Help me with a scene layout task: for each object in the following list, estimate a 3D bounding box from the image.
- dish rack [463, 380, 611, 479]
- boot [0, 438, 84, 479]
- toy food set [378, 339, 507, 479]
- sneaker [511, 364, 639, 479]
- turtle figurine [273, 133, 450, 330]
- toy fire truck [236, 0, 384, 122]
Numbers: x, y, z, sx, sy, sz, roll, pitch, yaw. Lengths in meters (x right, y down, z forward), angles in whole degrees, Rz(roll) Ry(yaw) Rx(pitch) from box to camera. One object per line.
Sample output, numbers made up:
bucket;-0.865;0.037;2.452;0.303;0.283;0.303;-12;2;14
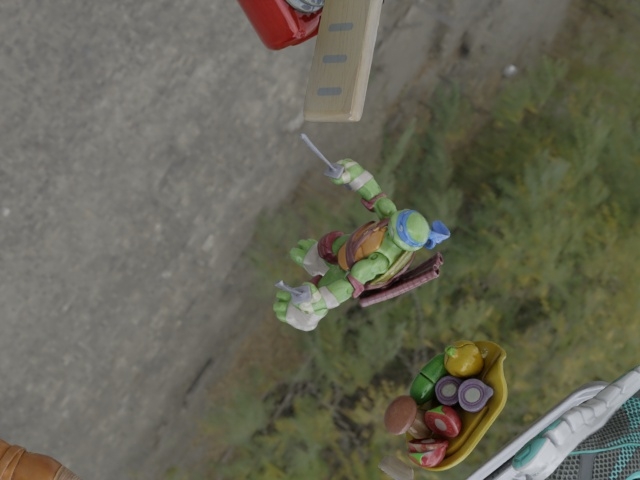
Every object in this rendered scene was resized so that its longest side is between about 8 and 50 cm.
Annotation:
dish rack;0.364;0.338;1.449;0.285;0.333;0.072;-44;-170;24
boot;-0.391;0.357;1.454;0.197;0.152;0.073;-62;178;-5
toy food set;0.138;0.206;1.410;0.217;0.071;0.128;-56;-147;3
sneaker;0.196;0.135;0.751;0.167;0.076;0.065;-23;159;-39
turtle figurine;0.000;0.000;1.491;0.275;0.197;0.266;-5;160;-28
toy fire truck;0.011;-0.194;0.885;0.217;0.158;0.246;-18;-162;43
